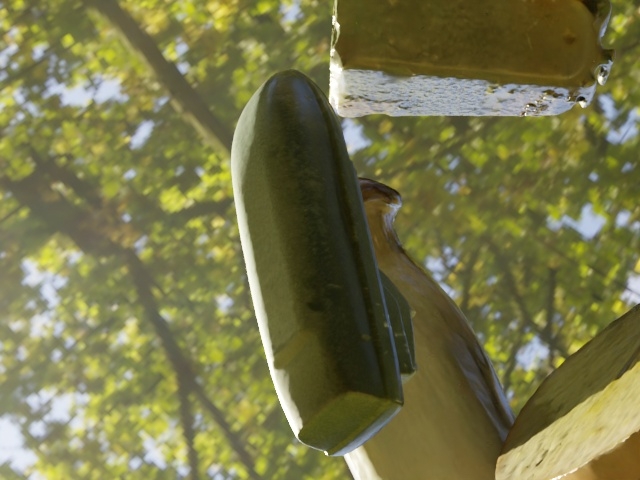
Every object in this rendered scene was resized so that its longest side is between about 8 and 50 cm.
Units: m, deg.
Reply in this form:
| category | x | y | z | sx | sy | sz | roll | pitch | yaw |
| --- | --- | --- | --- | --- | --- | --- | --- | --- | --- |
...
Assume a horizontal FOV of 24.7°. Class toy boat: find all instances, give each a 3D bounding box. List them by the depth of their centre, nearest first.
| category | x | y | z | sx | sy | sz | roll | pitch | yaw |
| --- | --- | --- | --- | --- | --- | --- | --- | --- | --- |
| toy boat | 0.000 | 0.000 | 0.831 | 0.085 | 0.260 | 0.078 | 16 | -47 | -33 |

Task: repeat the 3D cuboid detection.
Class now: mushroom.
| category | x | y | z | sx | sy | sz | roll | pitch | yaw |
| --- | --- | --- | --- | --- | --- | --- | --- | --- | --- |
| mushroom | 0.078 | 0.136 | 1.064 | 0.137 | 0.154 | 0.407 | -33 | -105 | 11 |

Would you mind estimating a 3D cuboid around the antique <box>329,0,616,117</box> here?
| category | x | y | z | sx | sy | sz | roll | pitch | yaw |
| --- | --- | --- | --- | --- | --- | --- | --- | --- | --- |
| antique | 0.152 | -0.198 | 1.479 | 0.284 | 0.125 | 0.150 | 2 | -15 | 2 |

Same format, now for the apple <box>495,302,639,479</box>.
| category | x | y | z | sx | sy | sz | roll | pitch | yaw |
| --- | --- | --- | --- | --- | --- | --- | --- | --- | --- |
| apple | 0.264 | 0.044 | 0.826 | 0.295 | 0.329 | 0.365 | 4 | -11 | -10 |
